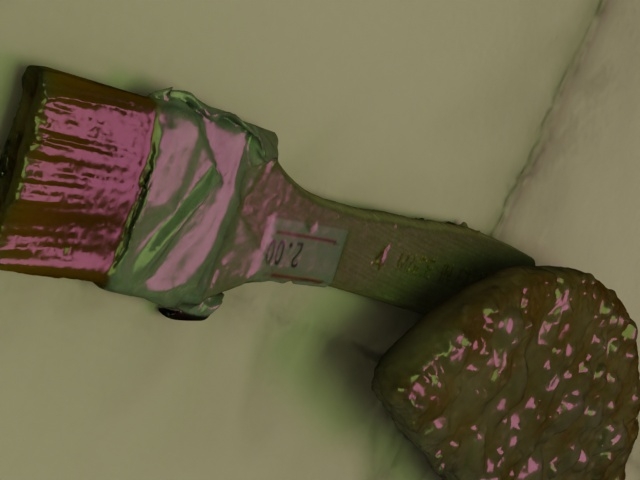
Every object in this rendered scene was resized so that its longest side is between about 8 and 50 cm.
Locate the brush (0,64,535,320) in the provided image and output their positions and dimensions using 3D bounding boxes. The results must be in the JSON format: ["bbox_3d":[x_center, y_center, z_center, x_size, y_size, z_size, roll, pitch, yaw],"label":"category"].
[{"bbox_3d":[0.000,0.000,0.644,0.337,0.020,0.085,12,99,-51],"label":"brush"}]

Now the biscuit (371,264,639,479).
[{"bbox_3d":[0.109,0.085,0.784,0.141,0.038,0.290,-52,143,-14],"label":"biscuit"}]
